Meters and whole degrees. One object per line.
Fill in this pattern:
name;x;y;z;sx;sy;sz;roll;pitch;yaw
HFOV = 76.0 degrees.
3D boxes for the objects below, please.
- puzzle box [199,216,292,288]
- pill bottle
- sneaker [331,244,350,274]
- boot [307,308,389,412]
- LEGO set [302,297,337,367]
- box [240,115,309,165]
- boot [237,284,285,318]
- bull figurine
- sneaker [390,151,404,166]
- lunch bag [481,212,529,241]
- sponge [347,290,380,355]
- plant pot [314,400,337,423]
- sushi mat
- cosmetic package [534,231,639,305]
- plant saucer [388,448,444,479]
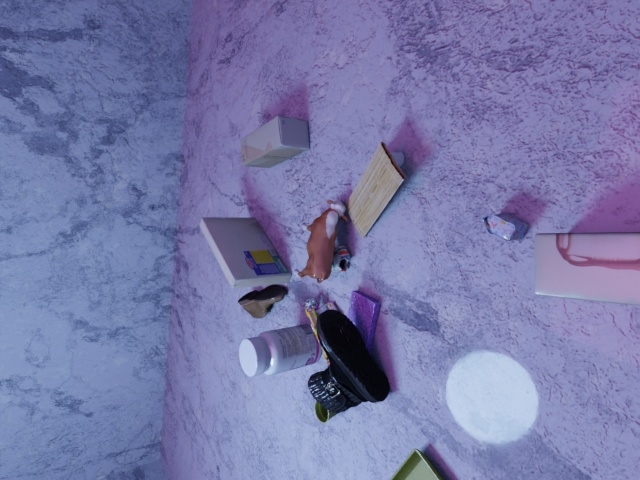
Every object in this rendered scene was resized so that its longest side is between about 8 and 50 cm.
puzzle box;-0.330;0.040;1.774;0.409;0.272;0.052;53;129;37
pill bottle;-0.151;0.415;1.549;0.160;0.283;0.160;2;93;52
sneaker;0.054;0.093;1.462;0.161;0.057;0.075;-55;45;33
boot;0.041;0.415;1.367;0.260;0.131;0.348;-34;86;46
LEGO set;0.033;0.332;1.495;0.132;0.107;0.287;90;157;-68
box;-0.193;-0.399;1.690;0.311;0.148;0.121;-10;84;53
boot;-0.244;0.279;1.840;0.305;0.112;0.115;-19;106;46
bull figurine;0.000;0.000;1.439;0.188;0.101;0.310;-20;53;59
sneaker;0.198;-0.211;1.270;0.053;0.061;0.152;52;130;35
lunch bag;0.434;-0.035;0.969;0.083;0.071;0.053;42;126;40
sponge;0.135;0.285;1.387;0.117;0.031;0.210;25;110;49
plant pot;0.034;0.610;1.487;0.083;0.079;0.083;1;91;52
sushi mat;0.162;-0.148;1.287;0.151;0.019;0.316;66;152;24
cosmetic package;0.569;0.049;0.739;0.296;0.153;0.129;-1;89;50
plant saucer;0.305;0.725;1.177;0.188;0.045;0.188;48;127;39
